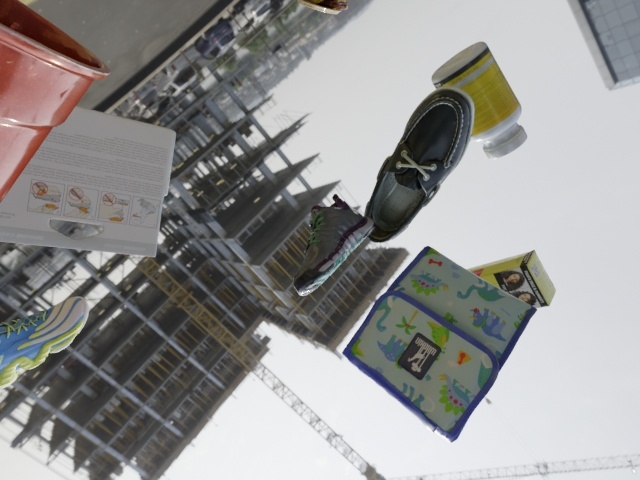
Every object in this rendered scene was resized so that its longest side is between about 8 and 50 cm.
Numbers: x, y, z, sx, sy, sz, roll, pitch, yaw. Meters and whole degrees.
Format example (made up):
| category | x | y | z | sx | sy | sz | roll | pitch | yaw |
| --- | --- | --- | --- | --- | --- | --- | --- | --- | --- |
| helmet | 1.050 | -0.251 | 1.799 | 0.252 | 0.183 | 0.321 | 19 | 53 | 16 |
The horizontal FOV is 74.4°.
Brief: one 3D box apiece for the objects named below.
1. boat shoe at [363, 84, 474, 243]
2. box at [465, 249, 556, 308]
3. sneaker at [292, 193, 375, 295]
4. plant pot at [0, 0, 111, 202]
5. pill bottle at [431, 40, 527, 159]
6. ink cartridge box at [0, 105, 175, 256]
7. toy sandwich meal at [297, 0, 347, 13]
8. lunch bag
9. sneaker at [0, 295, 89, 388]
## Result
| category | x | y | z | sx | sy | sz | roll | pitch | yaw |
| --- | --- | --- | --- | --- | --- | --- | --- | --- | --- |
| boat shoe | 0.159 | -0.109 | 0.717 | 0.091 | 0.114 | 0.303 | -49 | 163 | -43 |
| box | 0.300 | 0.095 | 0.787 | 0.232 | 0.087 | 0.058 | -23 | -171 | 48 |
| sneaker | 0.000 | 0.000 | 0.661 | 0.083 | 0.098 | 0.223 | -50 | 175 | 36 |
| plant pot | -0.371 | -0.108 | 0.345 | 0.265 | 0.272 | 0.272 | -55 | -161 | 9 |
| pill bottle | 0.281 | -0.237 | 0.734 | 0.103 | 0.184 | 0.103 | -35 | -165 | 11 |
| ink cartridge box | -0.412 | -0.106 | 0.736 | 0.060 | 0.274 | 0.239 | 11 | -88 | 61 |
| toy sandwich meal | 0.002 | -0.388 | 0.675 | 0.086 | 0.085 | 0.029 | -74 | -178 | -56 |
| lunch bag | 0.115 | 0.098 | 0.421 | 0.128 | 0.096 | 0.151 | 34 | -119 | 26 |
| sneaker | -0.586 | 0.191 | 0.832 | 0.091 | 0.126 | 0.240 | 36 | -109 | 24 |
